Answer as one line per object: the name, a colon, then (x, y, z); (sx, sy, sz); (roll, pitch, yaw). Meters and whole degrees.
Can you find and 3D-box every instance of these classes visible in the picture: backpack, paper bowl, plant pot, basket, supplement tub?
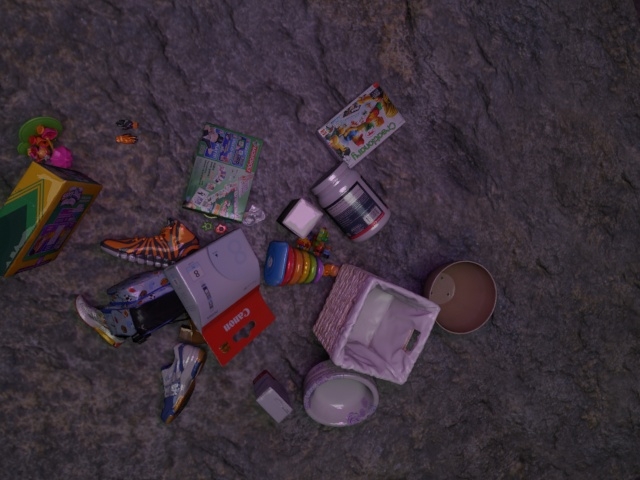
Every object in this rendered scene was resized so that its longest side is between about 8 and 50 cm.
backpack: (-0.594, 0.217, 1.427); (0.264, 0.277, 0.213); (-19, 92, 33)
paper bowl: (0.075, 0.565, 1.636); (0.285, 0.148, 0.284); (-1, 118, -1)
plant pot: (0.524, 0.211, 1.712); (0.284, 0.191, 0.283); (-1, 94, -12)
basket: (0.190, 0.297, 1.574); (0.332, 0.266, 0.328); (25, 91, -26)
supplement tub: (0.113, -0.143, 1.592); (0.191, 0.191, 0.272); (-43, 102, -6)

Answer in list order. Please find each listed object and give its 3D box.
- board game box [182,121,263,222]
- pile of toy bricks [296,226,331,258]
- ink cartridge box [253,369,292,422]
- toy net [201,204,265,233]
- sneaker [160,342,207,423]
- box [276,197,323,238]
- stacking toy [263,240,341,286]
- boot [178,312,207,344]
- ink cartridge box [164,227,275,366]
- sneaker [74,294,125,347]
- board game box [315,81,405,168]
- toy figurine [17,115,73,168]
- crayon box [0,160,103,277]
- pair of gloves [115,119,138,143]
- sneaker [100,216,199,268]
board game box: (-0.347, -0.240, 1.530); (0.214, 0.046, 0.317); (16, 81, -14)
pile of toy bricks: (0.000, 0.000, 1.560); (0.118, 0.212, 0.105); (22, 90, 19)
ink cartridge box: (-0.182, 0.579, 1.596); (0.072, 0.175, 0.127); (-41, 101, -6)
toy net: (-0.320, -0.082, 1.577); (0.233, 0.045, 0.122); (4, 93, -13)
sneaker: (-0.530, 0.516, 1.566); (0.131, 0.112, 0.296); (24, 88, 4)
box: (-0.081, -0.080, 1.511); (0.094, 0.275, 0.113); (38, 85, -10)
stacking toy: (-0.052, 0.104, 1.615); (0.302, 0.175, 0.165); (10, 87, -27)
boot: (-0.425, 0.290, 1.574); (0.153, 0.073, 0.197); (16, 103, -12)
ink cartridge box: (-0.315, 0.189, 1.491); (0.308, 0.091, 0.384); (-38, 103, -48)
sneaker: (-0.763, 0.268, 1.498); (0.093, 0.088, 0.225); (-45, 110, -13)
board game box: (0.155, -0.438, 1.647); (0.305, 0.053, 0.193); (-42, 102, -6)
toy figurine: (-0.879, -0.282, 1.377); (0.173, 0.130, 0.159); (-41, 78, 15)
crayon box: (-0.841, -0.071, 1.301); (0.106, 0.363, 0.313); (32, 87, -13)
pair of gloves: (-0.677, -0.380, 1.492); (0.074, 0.010, 0.083); (2, 94, -12)
sneaker: (-0.585, -0.003, 1.500); (0.321, 0.125, 0.179); (15, 87, -24)
